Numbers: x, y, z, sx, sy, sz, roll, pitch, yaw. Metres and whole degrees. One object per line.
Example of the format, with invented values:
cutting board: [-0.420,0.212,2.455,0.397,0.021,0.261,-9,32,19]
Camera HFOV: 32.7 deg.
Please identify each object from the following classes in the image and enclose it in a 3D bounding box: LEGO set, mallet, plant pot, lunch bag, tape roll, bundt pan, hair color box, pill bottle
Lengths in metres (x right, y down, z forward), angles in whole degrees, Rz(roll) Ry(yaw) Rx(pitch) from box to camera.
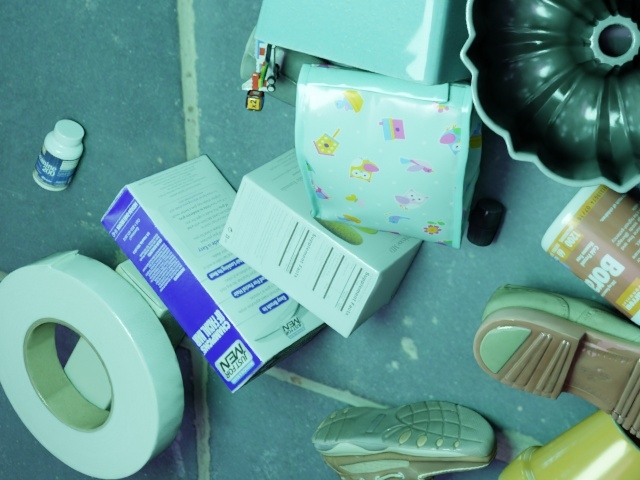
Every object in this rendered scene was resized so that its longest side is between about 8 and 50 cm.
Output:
LEGO set: [-0.074,-0.287,1.424,0.060,0.182,0.244,9,92,4]
mallet: [0.168,-0.066,1.508,0.190,0.039,0.062,37,129,20]
plant pot: [0.374,0.325,1.454,0.205,0.205,0.188,43,113,11]
lunch bag: [0.090,-0.127,1.370,0.224,0.160,0.262,11,151,13]
tape roll: [-0.393,0.208,1.801,0.392,0.072,0.391,16,119,31]
bundt pan: [0.324,-0.225,1.215,0.331,0.124,0.330,2,103,9]
lunch bag: [0.291,-0.136,1.345,0.065,0.098,0.067,47,124,4]
plant pot: [0.099,-0.345,1.299,0.248,0.247,0.252,20,113,27]
hair color box: [-0.157,0.045,1.678,0.339,0.185,0.110,50,130,10]
pill bottle: [-0.449,-0.148,1.879,0.067,0.067,0.120,42,129,12]
pill bottle: [0.389,0.027,1.337,0.216,0.121,0.121,40,128,14]

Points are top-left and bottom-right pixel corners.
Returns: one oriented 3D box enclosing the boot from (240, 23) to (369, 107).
boot: [-0.006,-0.247,1.529,0.208,0.076,0.189,43,127,19]

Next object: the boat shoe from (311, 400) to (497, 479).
boat shoe: [0.136,0.323,1.668,0.324,0.123,0.116,-6,115,43]

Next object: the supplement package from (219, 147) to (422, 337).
supplement package: [0.000,0.000,1.587,0.244,0.139,0.133,35,128,15]

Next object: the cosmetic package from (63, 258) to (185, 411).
cosmetic package: [-0.310,0.147,1.862,0.113,0.160,0.309,45,128,11]

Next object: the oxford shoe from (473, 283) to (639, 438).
oxford shoe: [0.396,0.148,1.389,0.397,0.146,0.140,23,124,1]
